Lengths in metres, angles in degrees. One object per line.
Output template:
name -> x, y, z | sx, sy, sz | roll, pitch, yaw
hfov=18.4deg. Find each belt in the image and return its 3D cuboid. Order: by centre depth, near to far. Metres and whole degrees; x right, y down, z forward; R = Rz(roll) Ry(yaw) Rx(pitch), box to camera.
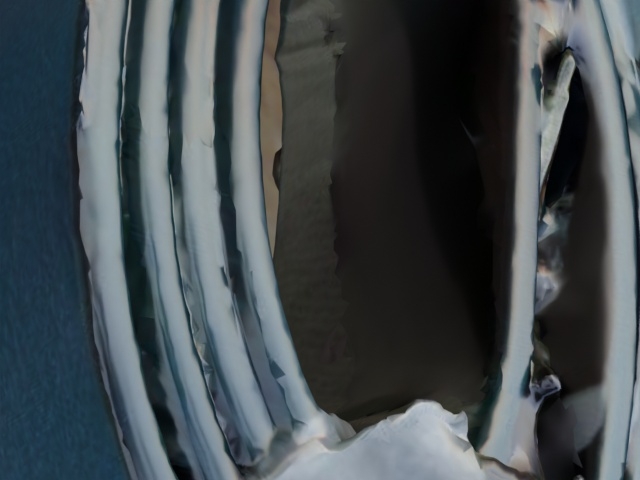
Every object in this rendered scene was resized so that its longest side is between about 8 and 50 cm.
belt -> 0.000, -0.001, 0.711 | 0.300, 0.436, 0.173 | 20, 147, -33
